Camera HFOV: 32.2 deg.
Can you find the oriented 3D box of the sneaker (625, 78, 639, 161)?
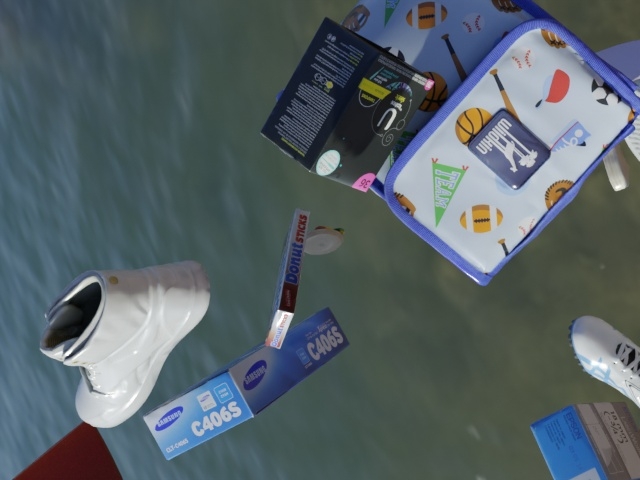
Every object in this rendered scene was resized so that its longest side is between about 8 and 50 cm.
[{"bbox_3d":[0.612,-0.159,1.756,0.366,0.150,0.135,38,151,-23],"label":"sneaker"}]

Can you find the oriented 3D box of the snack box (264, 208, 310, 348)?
[{"bbox_3d":[-0.038,0.043,1.324,0.178,0.022,0.064,-82,11,-48],"label":"snack box"}]

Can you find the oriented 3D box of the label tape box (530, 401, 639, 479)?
[{"bbox_3d":[0.565,0.433,2.105,0.106,0.333,0.241,-36,63,31],"label":"label tape box"}]

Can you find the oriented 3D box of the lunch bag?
[{"bbox_3d":[0.188,-0.178,1.480,0.328,0.239,0.385,-49,67,11],"label":"lunch bag"}]

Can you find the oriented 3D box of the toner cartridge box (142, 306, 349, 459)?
[{"bbox_3d":[-0.099,0.204,1.645,0.165,0.348,0.075,-31,88,25],"label":"toner cartridge box"}]

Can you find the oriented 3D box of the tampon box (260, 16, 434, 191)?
[{"bbox_3d":[0.032,-0.159,1.323,0.101,0.120,0.161,40,105,36],"label":"tampon box"}]

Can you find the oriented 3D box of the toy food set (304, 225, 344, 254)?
[{"bbox_3d":[0.000,0.000,1.927,0.083,0.082,0.020,-42,46,43],"label":"toy food set"}]

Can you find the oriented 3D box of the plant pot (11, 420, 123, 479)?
[{"bbox_3d":[-0.424,0.476,1.702,0.236,0.267,0.267,51,131,-1],"label":"plant pot"}]

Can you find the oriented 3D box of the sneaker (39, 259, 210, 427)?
[{"bbox_3d":[-0.270,0.127,1.320,0.292,0.169,0.108,-54,53,34],"label":"sneaker"}]

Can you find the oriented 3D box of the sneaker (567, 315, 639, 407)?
[{"bbox_3d":[0.437,0.179,1.509,0.237,0.085,0.086,40,147,-10],"label":"sneaker"}]

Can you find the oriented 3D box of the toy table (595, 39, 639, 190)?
[{"bbox_3d":[0.501,-0.219,1.948,0.274,0.252,0.161,-15,123,38],"label":"toy table"}]
